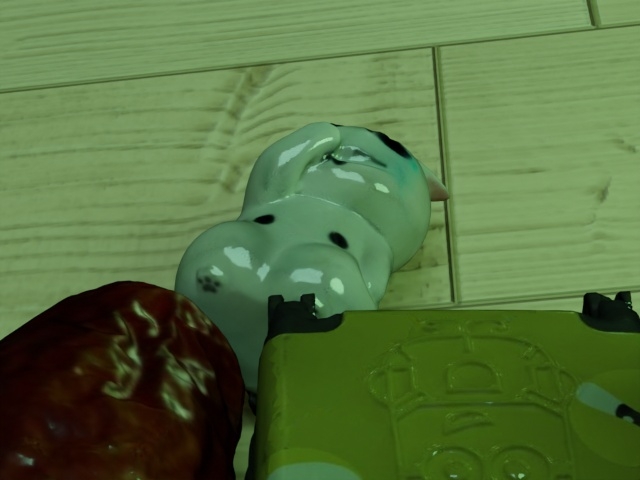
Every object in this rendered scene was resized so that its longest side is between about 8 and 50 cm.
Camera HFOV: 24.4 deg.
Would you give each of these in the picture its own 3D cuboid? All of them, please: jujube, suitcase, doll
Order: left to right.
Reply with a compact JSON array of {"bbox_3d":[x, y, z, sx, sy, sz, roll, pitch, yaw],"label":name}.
[{"bbox_3d":[-0.119,0.123,0.675,0.190,0.190,0.255,7,30,18],"label":"jujube"},{"bbox_3d":[-0.003,0.002,0.818,0.110,0.107,0.181,16,49,16],"label":"doll"},{"bbox_3d":[0.063,0.132,0.633,0.193,0.143,0.235,0,36,-1],"label":"suitcase"}]
